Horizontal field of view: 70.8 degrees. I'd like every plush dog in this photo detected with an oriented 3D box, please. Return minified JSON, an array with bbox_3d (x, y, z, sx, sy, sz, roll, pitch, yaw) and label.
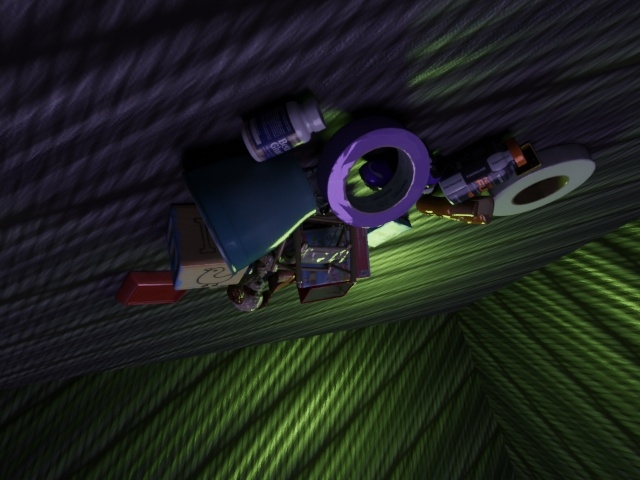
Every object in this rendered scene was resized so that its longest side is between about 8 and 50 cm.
[{"bbox_3d":[-0.275,0.140,1.591,0.210,0.225,0.262,-26,156,24],"label":"plush dog"}]

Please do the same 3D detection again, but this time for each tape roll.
[{"bbox_3d":[0.133,-0.170,1.139,0.275,0.090,0.275,-11,127,-15],"label":"tape roll"},{"bbox_3d":[0.792,-0.212,1.659,0.392,0.072,0.392,-14,158,-6],"label":"tape roll"}]

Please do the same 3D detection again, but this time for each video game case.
[{"bbox_3d":[0.046,0.052,1.641,0.285,0.204,0.025,-7,-175,-20],"label":"video game case"}]

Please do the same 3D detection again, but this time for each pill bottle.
[{"bbox_3d":[0.488,-0.216,1.368,0.245,0.130,0.130,-28,155,27],"label":"pill bottle"},{"bbox_3d":[-0.078,-0.244,0.978,0.169,0.094,0.094,-21,157,13],"label":"pill bottle"}]

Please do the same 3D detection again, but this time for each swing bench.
[{"bbox_3d":[0.000,0.000,1.473,0.253,0.255,0.165,5,-173,-39],"label":"swing bench"}]

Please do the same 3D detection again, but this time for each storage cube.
[{"bbox_3d":[0.006,0.119,1.769,0.215,0.193,0.184,-7,157,-18],"label":"storage cube"}]

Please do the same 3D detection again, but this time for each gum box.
[{"bbox_3d":[0.237,-0.038,1.747,0.184,0.041,0.157,-28,155,31],"label":"gum box"}]

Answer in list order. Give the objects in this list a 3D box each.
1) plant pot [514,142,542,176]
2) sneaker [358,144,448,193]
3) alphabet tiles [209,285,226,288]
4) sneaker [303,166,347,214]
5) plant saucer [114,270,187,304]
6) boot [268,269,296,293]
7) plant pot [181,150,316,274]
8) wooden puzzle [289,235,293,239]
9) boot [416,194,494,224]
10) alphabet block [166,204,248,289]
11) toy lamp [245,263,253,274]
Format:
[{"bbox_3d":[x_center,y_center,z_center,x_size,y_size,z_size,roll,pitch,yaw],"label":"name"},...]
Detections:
[{"bbox_3d":[0.666,-0.258,1.458,0.081,0.081,0.083,-32,165,35],"label":"plant pot"},{"bbox_3d":[0.245,-0.214,1.277,0.293,0.102,0.146,-4,149,-34],"label":"sneaker"},{"bbox_3d":[-0.348,0.140,1.835,0.198,0.009,0.237,-7,157,-20],"label":"alphabet tiles"},{"bbox_3d":[-0.034,-0.125,1.239,0.228,0.132,0.086,-17,158,3],"label":"sneaker"},{"bbox_3d":[-0.620,0.187,1.719,0.258,0.048,0.259,2,153,-36],"label":"plant saucer"},{"bbox_3d":[-0.140,0.174,1.971,0.152,0.073,0.197,-8,160,-28],"label":"boot"},{"bbox_3d":[-0.158,-0.092,1.099,0.255,0.272,0.272,-26,160,-11],"label":"plant pot"},{"bbox_3d":[-0.132,-0.006,1.628,0.083,0.006,0.049,-31,153,34],"label":"wooden puzzle"},{"bbox_3d":[0.476,-0.120,1.587,0.211,0.104,0.295,12,-173,36],"label":"boot"},{"bbox_3d":[-0.330,0.017,1.310,0.197,0.193,0.192,-5,157,-25],"label":"alphabet block"},{"bbox_3d":[-0.172,-0.014,1.396,0.080,0.080,0.275,12,122,-48],"label":"toy lamp"}]
